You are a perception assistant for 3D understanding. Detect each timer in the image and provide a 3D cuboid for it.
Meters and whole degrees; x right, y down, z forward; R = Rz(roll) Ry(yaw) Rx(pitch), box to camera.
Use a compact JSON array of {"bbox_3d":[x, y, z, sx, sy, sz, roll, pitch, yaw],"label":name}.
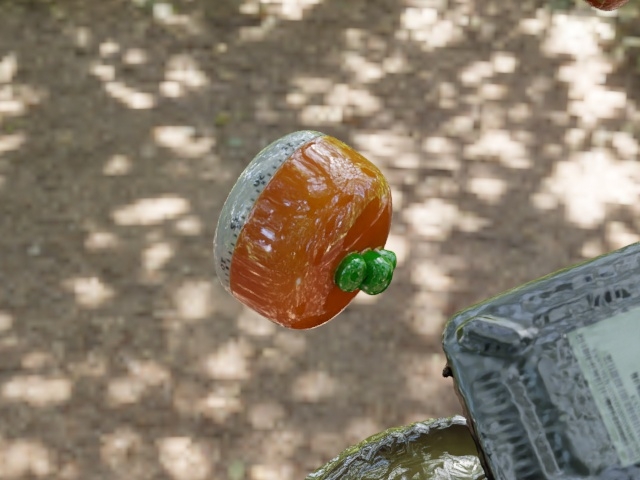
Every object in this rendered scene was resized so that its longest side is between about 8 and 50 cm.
[{"bbox_3d":[0.000,0.000,1.217,0.136,0.136,0.099,12,3,25],"label":"timer"}]

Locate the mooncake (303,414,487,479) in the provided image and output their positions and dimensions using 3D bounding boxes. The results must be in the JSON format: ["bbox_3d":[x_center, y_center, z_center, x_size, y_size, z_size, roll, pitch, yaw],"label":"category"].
[{"bbox_3d":[0.118,0.353,1.503,0.393,0.246,0.394,-15,59,-15],"label":"mooncake"}]

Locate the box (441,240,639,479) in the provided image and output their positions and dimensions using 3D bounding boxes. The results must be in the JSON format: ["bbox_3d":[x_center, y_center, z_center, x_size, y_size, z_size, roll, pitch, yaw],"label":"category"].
[{"bbox_3d":[0.253,0.124,1.363,0.289,0.073,0.290,-20,45,3],"label":"box"}]

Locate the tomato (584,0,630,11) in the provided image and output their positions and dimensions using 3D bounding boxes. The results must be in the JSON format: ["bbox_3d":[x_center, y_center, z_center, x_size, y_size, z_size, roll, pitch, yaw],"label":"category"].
[{"bbox_3d":[0.214,-0.247,1.296,0.069,0.156,0.155,-18,10,32],"label":"tomato"}]
